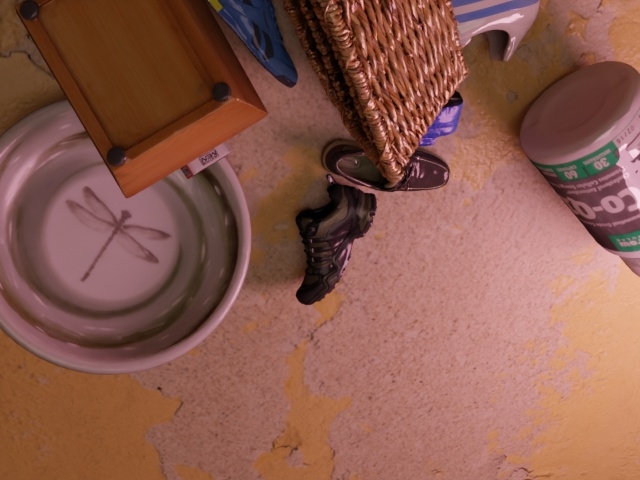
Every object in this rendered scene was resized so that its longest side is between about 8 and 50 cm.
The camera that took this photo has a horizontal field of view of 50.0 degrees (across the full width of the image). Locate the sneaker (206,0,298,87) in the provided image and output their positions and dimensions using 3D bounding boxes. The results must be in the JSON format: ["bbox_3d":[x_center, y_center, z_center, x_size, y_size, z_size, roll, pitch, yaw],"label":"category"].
[{"bbox_3d":[-0.086,-0.312,0.978,0.082,0.069,0.209,-40,118,5],"label":"sneaker"}]

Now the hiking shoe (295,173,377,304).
[{"bbox_3d":[0.000,0.000,1.162,0.114,0.086,0.227,27,103,-9],"label":"hiking shoe"}]

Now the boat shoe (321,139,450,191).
[{"bbox_3d":[0.113,-0.112,1.121,0.223,0.073,0.080,8,115,-16],"label":"boat shoe"}]

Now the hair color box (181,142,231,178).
[{"bbox_3d":[-0.201,-0.169,1.002,0.072,0.043,0.141,-35,99,-23],"label":"hair color box"}]

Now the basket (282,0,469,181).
[{"bbox_3d":[0.032,-0.262,0.894,0.223,0.213,0.299,-55,141,-23],"label":"basket"}]

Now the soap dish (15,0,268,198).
[{"bbox_3d":[-0.238,-0.236,0.898,0.229,0.118,0.291,-30,93,3],"label":"soap dish"}]

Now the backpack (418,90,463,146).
[{"bbox_3d":[0.155,-0.200,1.076,0.120,0.098,0.101,-15,141,-14],"label":"backpack"}]

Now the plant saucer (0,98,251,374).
[{"bbox_3d":[-0.304,-0.007,1.012,0.400,0.100,0.400,4,82,-26],"label":"plant saucer"}]

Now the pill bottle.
[{"bbox_3d":[0.509,-0.101,1.139,0.204,0.204,0.361,-43,117,11],"label":"pill bottle"}]

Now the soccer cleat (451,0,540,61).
[{"bbox_3d":[0.165,-0.351,0.982,0.331,0.116,0.143,13,109,-19],"label":"soccer cleat"}]
